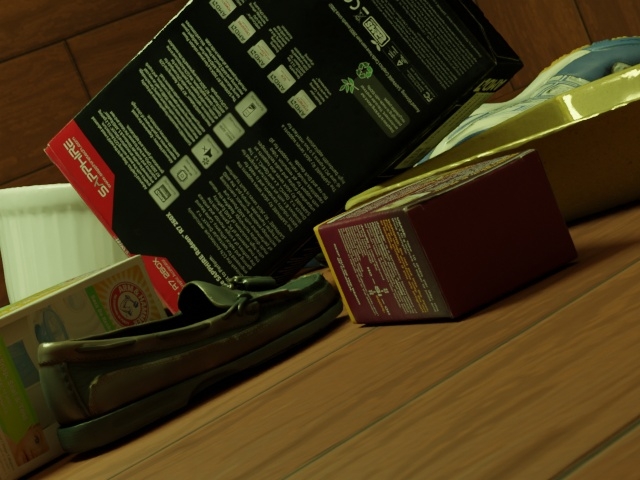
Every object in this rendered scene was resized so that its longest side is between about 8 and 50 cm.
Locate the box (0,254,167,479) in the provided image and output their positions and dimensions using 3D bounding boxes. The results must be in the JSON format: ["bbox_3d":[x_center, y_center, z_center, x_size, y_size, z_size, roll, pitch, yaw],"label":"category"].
[{"bbox_3d":[-0.213,0.102,1.389,0.103,0.114,0.203,-19,5,44],"label":"box"}]

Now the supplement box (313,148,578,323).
[{"bbox_3d":[0.082,0.001,1.274,0.104,0.081,0.188,-24,4,-19],"label":"supplement box"}]

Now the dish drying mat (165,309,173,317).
[{"bbox_3d":[-0.171,0.085,2.057,0.032,0.008,0.083,-24,5,1],"label":"dish drying mat"}]

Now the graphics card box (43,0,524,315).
[{"bbox_3d":[-0.037,-0.116,1.600,0.371,0.233,0.094,-44,-13,21],"label":"graphics card box"}]

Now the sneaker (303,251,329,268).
[{"bbox_3d":[0.000,-0.001,1.875,0.152,0.058,0.084,-12,1,35],"label":"sneaker"}]

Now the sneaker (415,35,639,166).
[{"bbox_3d":[0.221,-0.097,1.772,0.296,0.112,0.131,-25,22,1],"label":"sneaker"}]

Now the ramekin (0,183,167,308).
[{"bbox_3d":[-0.210,0.004,1.964,0.277,0.135,0.277,-4,0,0],"label":"ramekin"}]

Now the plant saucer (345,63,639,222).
[{"bbox_3d":[0.239,-0.084,1.501,0.333,0.081,0.333,-18,7,45],"label":"plant saucer"}]

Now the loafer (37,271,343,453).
[{"bbox_3d":[-0.091,0.067,1.357,0.267,0.084,0.096,-27,6,-41],"label":"loafer"}]

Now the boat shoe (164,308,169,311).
[{"bbox_3d":[-0.238,0.094,2.129,0.153,0.048,0.056,-29,16,7],"label":"boat shoe"}]
